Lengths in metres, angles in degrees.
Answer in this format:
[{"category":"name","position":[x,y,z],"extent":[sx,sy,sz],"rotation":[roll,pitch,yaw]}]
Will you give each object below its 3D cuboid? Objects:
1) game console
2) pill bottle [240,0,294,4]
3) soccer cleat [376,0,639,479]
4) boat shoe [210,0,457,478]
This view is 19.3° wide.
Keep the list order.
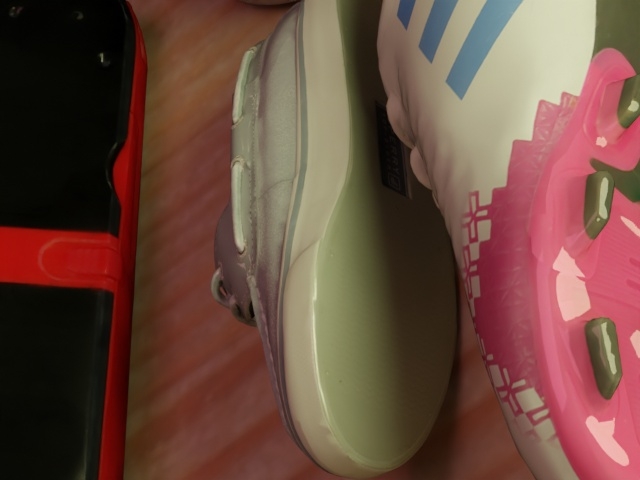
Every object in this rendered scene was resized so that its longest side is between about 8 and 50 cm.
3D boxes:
[{"category":"game console","position":[-0.274,0.020,0.816],"extent":[0.386,0.060,0.342],"rotation":[4,57,-6]},{"category":"pill bottle","position":[-0.081,-0.230,0.783],"extent":[0.161,0.283,0.161],"rotation":[-20,55,32]},{"category":"soccer cleat","position":[0.083,-0.039,0.678],"extent":[0.143,0.116,0.331],"rotation":[-33,46,46]},{"category":"boat shoe","position":[-0.001,-0.001,0.746],"extent":[0.081,0.079,0.227],"rotation":[-29,45,35]}]
